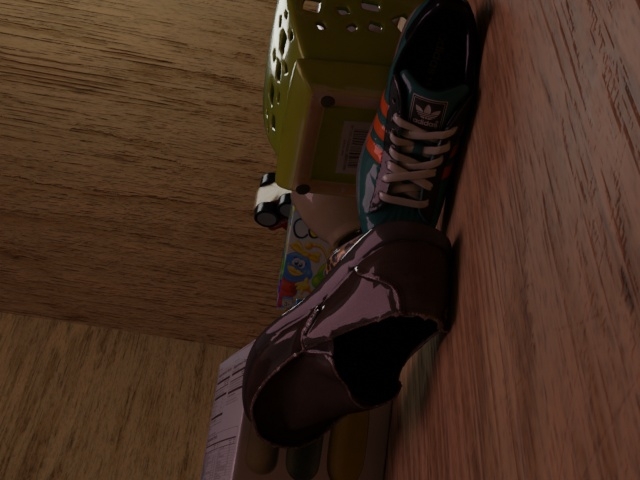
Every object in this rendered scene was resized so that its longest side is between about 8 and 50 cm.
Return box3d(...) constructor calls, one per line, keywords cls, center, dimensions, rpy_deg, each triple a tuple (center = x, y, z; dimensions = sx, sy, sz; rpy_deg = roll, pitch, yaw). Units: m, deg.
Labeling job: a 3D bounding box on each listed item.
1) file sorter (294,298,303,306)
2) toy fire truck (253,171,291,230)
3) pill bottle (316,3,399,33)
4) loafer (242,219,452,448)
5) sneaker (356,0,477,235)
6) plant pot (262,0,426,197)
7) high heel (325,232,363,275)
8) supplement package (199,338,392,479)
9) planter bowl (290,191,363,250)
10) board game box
box3d(cls="file sorter", center=(0.002, 0.202, 1.895), dimensions=(0.170, 0.118, 0.104), rpy_deg=(103, 172, -45))
box3d(cls="toy fire truck", center=(-0.004, -0.042, 2.406), dimensions=(0.246, 0.217, 0.158), rpy_deg=(45, -143, -39))
box3d(cls="pill bottle", center=(0.043, -0.295, 1.938), dimensions=(0.334, 0.187, 0.188), rpy_deg=(103, 175, -48))
box3d(cls="loafer", center=(0.017, 0.132, 1.176), dimensions=(0.366, 0.133, 0.130), rpy_deg=(-56, 27, 39))
box3d(cls="sneaker", center=(0.104, -0.123, 1.172), dimensions=(0.121, 0.108, 0.302), rpy_deg=(-66, -14, -87))
box3d(cls="plant pot", center=(0.048, -0.179, 1.355), dimensions=(0.207, 0.227, 0.228), rpy_deg=(-93, 11, -45))
box3d(cls="high heel", center=(0.064, 0.115, 1.700), dimensions=(0.261, 0.093, 0.186), rpy_deg=(-59, 42, 46))
box3d(cls="supplement package", center=(-0.039, 0.291, 1.412), dimensions=(0.198, 0.199, 0.263), rpy_deg=(139, 142, -66))
box3d(cls="planter bowl", center=(0.046, -0.049, 1.714), dimensions=(0.162, 0.162, 0.109), rpy_deg=(106, 145, -64))
box3d(cls="board game box", center=(0.000, 0.000, 2.214), dimensions=(0.142, 0.144, 0.275), rpy_deg=(-91, 10, -67))
